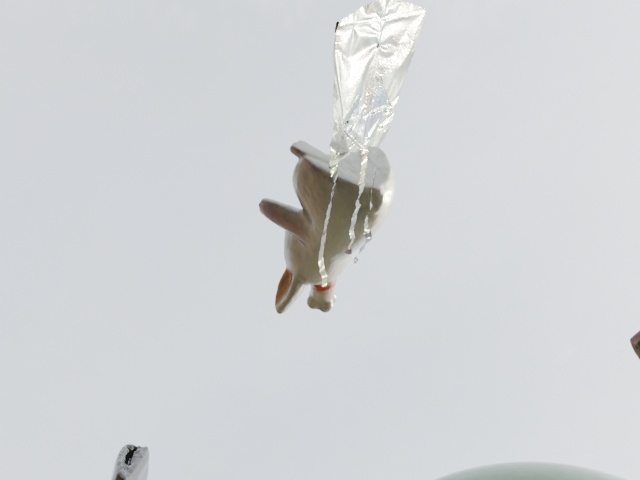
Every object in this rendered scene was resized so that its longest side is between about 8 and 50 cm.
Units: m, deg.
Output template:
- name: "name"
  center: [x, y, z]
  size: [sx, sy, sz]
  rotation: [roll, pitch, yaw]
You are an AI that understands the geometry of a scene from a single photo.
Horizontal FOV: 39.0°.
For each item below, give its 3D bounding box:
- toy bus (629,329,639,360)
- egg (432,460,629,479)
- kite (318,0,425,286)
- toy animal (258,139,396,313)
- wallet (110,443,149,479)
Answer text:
- name: "toy bus"
  center: [0.290, 0.080, 0.701]
  size: [0.057, 0.172, 0.072]
  rotation: [-41, -107, 25]
- name: "egg"
  center: [0.222, 0.352, 0.857]
  size: [0.388, 0.276, 0.276]
  rotation: [10, -52, 0]
- name: "kite"
  center: [0.037, -0.099, 0.943]
  size: [0.015, 0.169, 0.310]
  rotation: [22, -67, 27]
- name: "toy animal"
  center: [-0.004, -0.015, 1.186]
  size: [0.138, 0.140, 0.282]
  rotation: [57, -40, 21]
- name: "wallet"
  center: [-0.299, 0.430, 1.308]
  size: [0.052, 0.168, 0.245]
  rotation: [14, -87, -6]
